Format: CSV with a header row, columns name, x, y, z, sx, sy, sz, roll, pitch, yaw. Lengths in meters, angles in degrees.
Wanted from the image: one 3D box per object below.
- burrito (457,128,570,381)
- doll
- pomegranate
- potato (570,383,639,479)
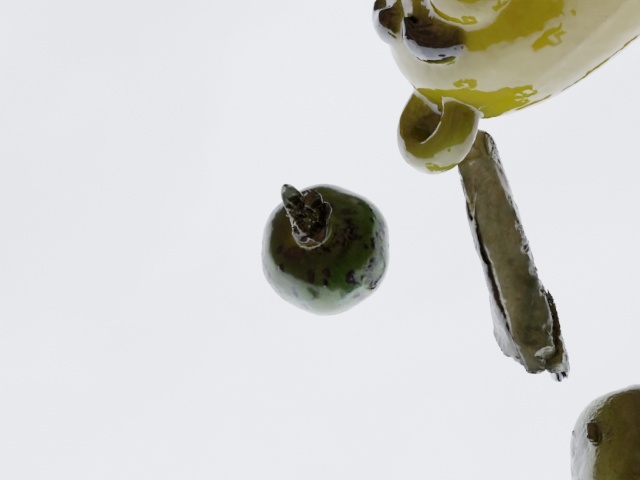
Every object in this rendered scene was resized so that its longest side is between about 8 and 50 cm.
name,x,y,z,sx,sy,sz,roll,pitch,yaw
burrito,0.115,0.009,0.844,0.042,0.051,0.171,-17,-97,18
doll,0.191,-0.254,0.718,0.348,0.161,0.423,-12,-121,45
pomegranate,0.000,0.000,1.199,0.122,0.161,0.122,-6,-116,13
potato,0.352,0.273,1.482,0.148,0.197,0.228,-18,-114,10
